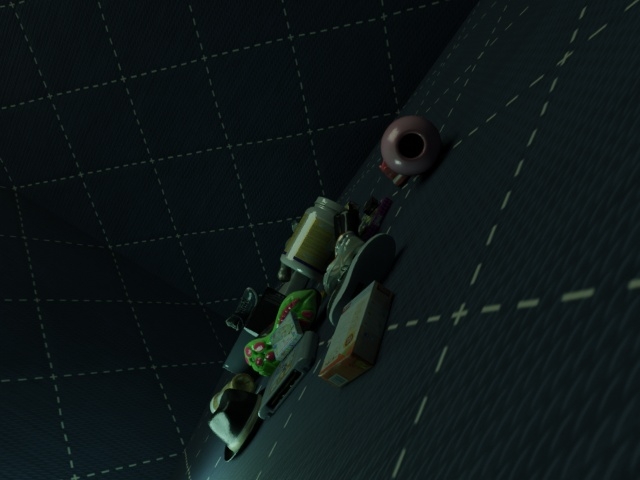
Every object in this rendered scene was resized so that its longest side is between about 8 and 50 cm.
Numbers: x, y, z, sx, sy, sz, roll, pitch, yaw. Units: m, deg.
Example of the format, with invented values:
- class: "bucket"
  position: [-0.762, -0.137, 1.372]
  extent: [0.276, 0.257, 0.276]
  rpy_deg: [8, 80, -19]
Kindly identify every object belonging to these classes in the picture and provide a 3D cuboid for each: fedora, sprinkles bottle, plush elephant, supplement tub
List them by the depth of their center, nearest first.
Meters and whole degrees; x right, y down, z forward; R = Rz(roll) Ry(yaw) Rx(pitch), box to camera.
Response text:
- class: "fedora"
  position: [-0.330, 0.667, 1.737]
  extent: [0.334, 0.153, 0.334]
  rpy_deg: [-56, 7, 10]
- class: "supplement tub"
  position: [0.000, 0.000, 1.997]
  extent: [0.331, 0.241, 0.241]
  rpy_deg: [-61, 7, -4]
- class: "sprinkles bottle"
  position: [-0.425, 0.749, 2.187]
  extent: [0.355, 0.121, 0.121]
  rpy_deg: [-49, 10, 46]
- class: "plush elephant"
  position: [-0.042, 0.054, 2.353]
  extent: [0.256, 0.272, 0.329]
  rpy_deg: [-2, 84, 38]

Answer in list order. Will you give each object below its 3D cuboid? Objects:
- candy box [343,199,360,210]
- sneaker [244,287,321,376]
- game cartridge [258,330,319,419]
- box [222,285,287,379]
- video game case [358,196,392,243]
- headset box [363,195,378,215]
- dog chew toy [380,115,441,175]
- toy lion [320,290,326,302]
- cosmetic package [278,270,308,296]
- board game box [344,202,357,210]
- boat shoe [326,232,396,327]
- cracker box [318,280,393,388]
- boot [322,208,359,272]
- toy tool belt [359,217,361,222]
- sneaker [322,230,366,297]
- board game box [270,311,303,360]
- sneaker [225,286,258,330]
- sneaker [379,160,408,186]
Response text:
- class: "candy box"
  position: [0.114, -0.093, 2.519]
  extent: [0.233, 0.071, 0.159]
  rpy_deg: [-61, 8, -27]
- class: "sneaker"
  position: [-0.137, 0.374, 1.837]
  extent: [0.482, 0.185, 0.202]
  rpy_deg: [-50, -9, 28]
- class: "game cartridge"
  position: [-0.110, 0.458, 1.583]
  extent: [0.297, 0.062, 0.198]
  rpy_deg: [-54, 11, 19]
- class: "box"
  position: [-0.300, 0.466, 2.265]
  extent: [0.343, 0.179, 0.312]
  rpy_deg: [-59, 2, 36]
- class: "video game case"
  position: [0.189, -0.047, 1.865]
  extent: [0.232, 0.042, 0.210]
  rpy_deg: [-60, 9, -27]
- class: "headset box"
  position: [0.206, -0.143, 1.878]
  extent: [0.062, 0.032, 0.083]
  rpy_deg: [-52, 9, 20]
- class: "dog chew toy"
  position: [0.325, -0.342, 1.656]
  extent: [0.206, 0.207, 0.332]
  rpy_deg: [-55, -1, 14]
- class: "toy lion"
  position: [-0.011, 0.256, 1.940]
  extent: [0.100, 0.034, 0.096]
  rpy_deg: [-57, 14, -4]
- class: "cosmetic package"
  position: [-0.220, 0.368, 2.635]
  extent: [0.377, 0.098, 0.284]
  rpy_deg: [-51, 7, 42]
- class: "board game box"
  position: [0.123, -0.075, 2.163]
  extent: [0.170, 0.048, 0.140]
  rpy_deg: [132, 136, -55]
- class: "boat shoe"
  position: [0.113, 0.111, 1.347]
  extent: [0.306, 0.113, 0.105]
  rpy_deg: [-65, 20, 5]
- class: "cracker box"
  position: [0.092, 0.229, 1.126]
  extent: [0.155, 0.067, 0.232]
  rpy_deg: [-49, 11, 44]
- class: "boot"
  position: [0.083, 0.006, 1.784]
  extent: [0.246, 0.094, 0.207]
  rpy_deg: [-38, 51, 55]
- class: "toy tool belt"
  position: [0.165, -0.089, 2.202]
  extent: [0.052, 0.051, 0.083]
  rpy_deg: [-58, 6, -14]
- class: "sneaker"
  position: [0.095, 0.105, 1.605]
  extent: [0.099, 0.121, 0.262]
  rpy_deg: [-9, -58, -44]
- class: "board game box"
  position: [-0.126, 0.349, 1.659]
  extent: [0.154, 0.026, 0.103]
  rpy_deg: [-53, 39, 27]
- class: "sneaker"
  position: [-0.409, 0.363, 2.365]
  extent: [0.163, 0.086, 0.226]
  rpy_deg: [-44, -23, -56]
- class: "sneaker"
  position: [0.336, -0.365, 1.906]
  extent: [0.116, 0.136, 0.313]
  rpy_deg: [-48, 10, 48]
